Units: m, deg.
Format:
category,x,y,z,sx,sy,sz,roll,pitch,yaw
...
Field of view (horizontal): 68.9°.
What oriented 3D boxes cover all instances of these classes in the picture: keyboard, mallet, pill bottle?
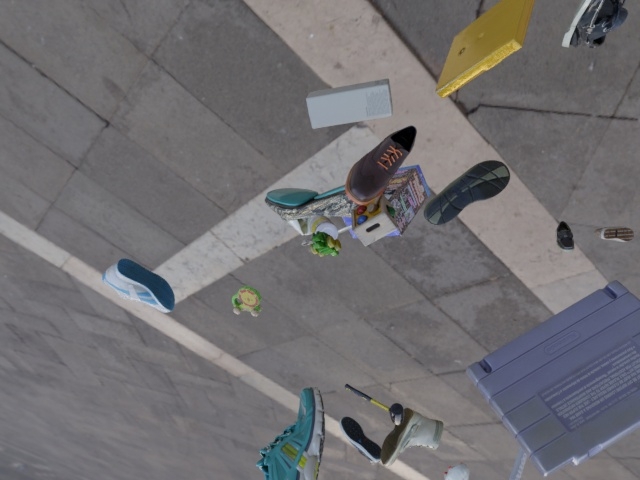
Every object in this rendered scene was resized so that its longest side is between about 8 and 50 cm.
category,x,y,z,sx,sy,sz,roll,pitch,yaw
keyboard,0.449,0.506,1.047,0.014,0.256,0.072,8,133,38
mallet,0.150,0.448,1.310,0.190,0.039,0.062,25,143,25
pill bottle,0.005,-0.035,1.316,0.065,0.116,0.065,-4,109,-12

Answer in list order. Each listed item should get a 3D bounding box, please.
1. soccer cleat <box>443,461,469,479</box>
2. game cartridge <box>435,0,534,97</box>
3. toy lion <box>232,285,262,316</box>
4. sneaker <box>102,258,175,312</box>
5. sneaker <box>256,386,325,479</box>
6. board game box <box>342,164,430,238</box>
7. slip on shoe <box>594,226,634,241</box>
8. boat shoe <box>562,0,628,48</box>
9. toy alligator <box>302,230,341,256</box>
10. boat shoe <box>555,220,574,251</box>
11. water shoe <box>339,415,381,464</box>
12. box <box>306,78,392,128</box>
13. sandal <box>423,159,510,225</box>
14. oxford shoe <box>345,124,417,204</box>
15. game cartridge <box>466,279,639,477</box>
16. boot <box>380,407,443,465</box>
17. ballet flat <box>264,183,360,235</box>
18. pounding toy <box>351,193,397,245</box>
category,x,y,z,sx,sy,sz,roll,pitch,yaw
soccer cleat,0.345,0.638,1.178,0.068,0.076,0.196,-7,124,-19
game cartridge,0.529,-0.637,1.498,0.053,0.285,0.324,32,155,-21
toy lion,-0.218,0.175,1.373,0.100,0.034,0.095,2,122,25
sneaker,-0.526,0.141,1.372,0.092,0.087,0.228,-27,127,23
sneaker,-0.052,0.371,0.809,0.110,0.275,0.106,9,130,7
board game box,0.257,-0.152,1.840,0.232,0.291,0.141,-3,126,43
slip on shoe,0.970,-0.022,1.540,0.136,0.051,0.041,-1,-172,-16
boat shoe,0.679,-0.547,1.136,0.113,0.127,0.340,25,-174,17
toy alligator,0.000,0.000,1.126,0.056,0.051,0.190,-23,160,19
boat shoe,0.856,-0.015,1.641,0.056,0.152,0.049,-4,121,15
water shoe,0.141,0.753,1.744,0.203,0.073,0.080,41,139,26
box,0.099,-0.459,1.566,0.276,0.094,0.113,-4,121,13
sandal,0.462,-0.163,1.508,0.303,0.086,0.120,-31,105,8
oxford shoe,0.148,-0.192,1.126,0.097,0.271,0.098,38,146,-1
game cartridge,0.490,0.248,0.868,0.355,0.230,0.068,-29,144,-4
boot,0.314,0.688,1.591,0.165,0.213,0.077,26,-176,-21
ballet flat,-0.005,-0.099,1.594,0.483,0.164,0.181,-1,112,42
pounding toy,0.160,-0.085,1.362,0.141,0.130,0.100,-30,121,22
